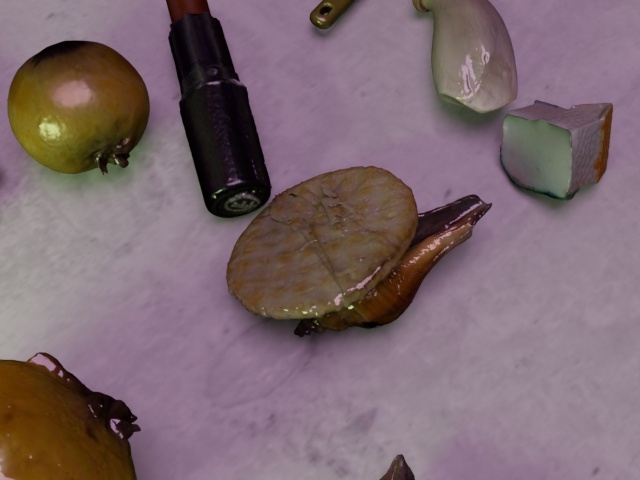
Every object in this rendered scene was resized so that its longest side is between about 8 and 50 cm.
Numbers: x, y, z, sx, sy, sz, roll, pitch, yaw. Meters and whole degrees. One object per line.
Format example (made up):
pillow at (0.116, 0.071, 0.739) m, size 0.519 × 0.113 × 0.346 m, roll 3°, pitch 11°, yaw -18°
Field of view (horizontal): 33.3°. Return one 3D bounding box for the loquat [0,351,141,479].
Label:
loquat at (-0.272, 0.212, 0.945) m, size 0.244 × 0.244 × 0.244 m, roll 0°, pitch 65°, yaw -1°

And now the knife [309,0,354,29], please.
knife at (0.106, -0.367, 1.328) m, size 0.061 × 0.027 × 0.343 m, roll 33°, pitch 66°, yaw 16°

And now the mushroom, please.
mushroom at (0.168, -0.231, 1.235) m, size 0.097 × 0.088 × 0.212 m, roll -27°, pitch 58°, yaw 22°

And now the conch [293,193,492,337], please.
conch at (0.073, 0.032, 1.113) m, size 0.086 × 0.080 × 0.232 m, roll 38°, pitch 67°, yaw 25°

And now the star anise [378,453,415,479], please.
star anise at (0.086, 0.322, 0.983) m, size 0.212 × 0.073 × 0.197 m, roll -41°, pitch 68°, yaw -15°

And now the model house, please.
model house at (0.268, -0.107, 1.187) m, size 0.100 × 0.088 × 0.100 m, roll -22°, pitch 32°, yaw -35°

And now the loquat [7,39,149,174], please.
loquat at (-0.261, -0.144, 1.161) m, size 0.163 × 0.137 × 0.163 m, roll 10°, pitch 54°, yaw -14°

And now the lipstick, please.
lipstick at (-0.122, -0.165, 1.202) m, size 0.081 × 0.081 × 0.300 m, roll -12°, pitch 64°, yaw -6°

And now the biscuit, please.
biscuit at (-0.001, -0.001, 1.103) m, size 0.219 × 0.033 × 0.220 m, roll -18°, pitch 38°, yaw 15°
